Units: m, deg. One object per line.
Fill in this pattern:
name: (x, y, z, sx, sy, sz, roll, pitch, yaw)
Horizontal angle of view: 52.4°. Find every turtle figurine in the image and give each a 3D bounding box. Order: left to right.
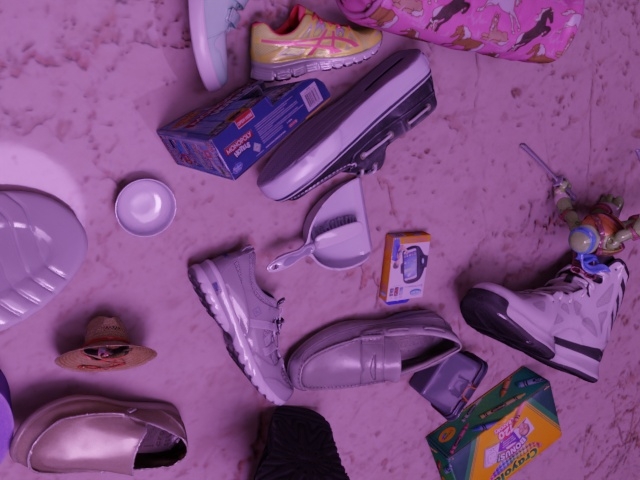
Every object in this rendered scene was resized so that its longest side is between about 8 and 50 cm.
turtle figurine: (0.550, -0.078, 1.222, 0.266, 0.198, 0.274, -4, 78, -48)

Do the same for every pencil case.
pencil case: (0.213, -0.369, 0.964, 0.386, 0.160, 0.167, 4, 111, -29)

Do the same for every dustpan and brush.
dustpan and brush: (0.000, 0.000, 1.032, 0.211, 0.060, 0.147, -22, 116, -21)

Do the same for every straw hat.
straw hat: (-0.300, 0.138, 0.909, 0.145, 0.144, 0.061, 6, 63, -30)

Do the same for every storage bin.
storage bin: (0.242, 0.264, 1.247, 0.091, 0.098, 0.135, 33, 89, -23)

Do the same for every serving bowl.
serving bowl: (-0.244, -0.048, 0.900, 0.083, 0.027, 0.083, -10, 112, -27)

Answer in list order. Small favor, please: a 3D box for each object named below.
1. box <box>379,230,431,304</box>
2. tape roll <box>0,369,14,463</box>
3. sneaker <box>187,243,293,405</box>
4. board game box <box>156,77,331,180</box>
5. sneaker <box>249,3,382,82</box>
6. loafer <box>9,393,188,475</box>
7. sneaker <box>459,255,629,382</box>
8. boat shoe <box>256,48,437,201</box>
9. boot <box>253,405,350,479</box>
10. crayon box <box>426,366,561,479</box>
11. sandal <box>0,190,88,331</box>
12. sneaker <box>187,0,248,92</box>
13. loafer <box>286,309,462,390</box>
box: (0.149, 0.053, 1.154, 0.081, 0.028, 0.136, -5, 108, -28)
tape roll: (-0.496, 0.233, 0.830, 0.189, 0.080, 0.188, -10, 113, -25)
sneaker: (-0.092, 0.136, 1.004, 0.115, 0.105, 0.281, -31, 119, -16)
board game box: (-0.119, -0.154, 0.858, 0.194, 0.194, 0.060, -46, 122, -31)
sneaker: (-0.005, -0.288, 0.918, 0.209, 0.081, 0.094, -19, 113, -22)
loafer: (-0.293, 0.280, 0.919, 0.269, 0.092, 0.101, 10, 100, -48)
sneaker: (0.453, 0.102, 1.286, 0.448, 0.169, 0.257, 28, 83, -40)
boat shoe: (0.059, -0.151, 0.976, 0.335, 0.121, 0.119, -40, 117, -13)
boot: (-0.080, 0.541, 1.018, 0.146, 0.367, 0.444, 17, 100, -1)
crayon box: (0.370, 0.414, 1.370, 0.279, 0.081, 0.165, -31, 119, -17)
sandal: (-0.481, 0.073, 0.770, 0.416, 0.102, 0.169, -37, 104, -31)
sneaker: (-0.090, -0.317, 0.830, 0.151, 0.094, 0.255, 0, 106, -8)
loafer: (0.098, 0.195, 1.125, 0.320, 0.111, 0.112, -14, 113, -24)
